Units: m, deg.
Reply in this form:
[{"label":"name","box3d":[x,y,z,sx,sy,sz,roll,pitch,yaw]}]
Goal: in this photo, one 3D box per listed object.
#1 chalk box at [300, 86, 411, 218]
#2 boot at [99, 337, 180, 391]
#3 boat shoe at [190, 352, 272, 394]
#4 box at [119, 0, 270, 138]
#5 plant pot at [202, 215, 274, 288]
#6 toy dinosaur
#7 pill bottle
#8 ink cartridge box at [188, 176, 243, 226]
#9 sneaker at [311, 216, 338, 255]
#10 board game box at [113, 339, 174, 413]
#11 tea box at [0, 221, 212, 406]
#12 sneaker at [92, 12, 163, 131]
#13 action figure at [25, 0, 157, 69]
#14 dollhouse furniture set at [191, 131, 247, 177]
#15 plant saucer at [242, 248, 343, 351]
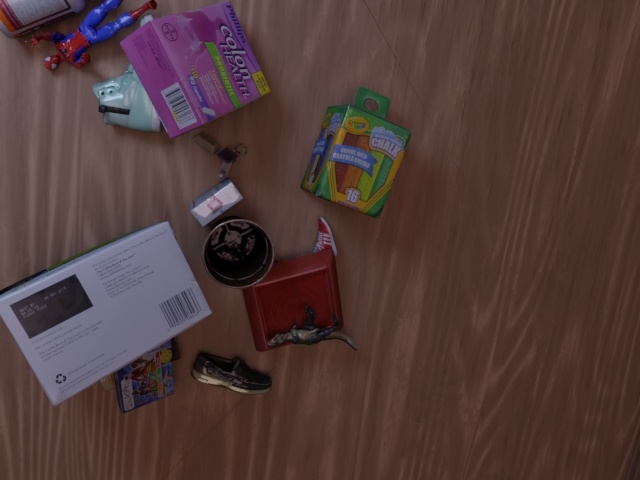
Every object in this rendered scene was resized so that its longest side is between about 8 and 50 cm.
[{"label":"chalk box","box3d":[0.093,-0.228,1.253,0.180,0.179,0.289,17,98,-18]},{"label":"boot","box3d":[-0.488,0.238,1.276,0.206,0.090,0.249,-24,107,-21]},{"label":"boat shoe","box3d":[-0.232,0.355,1.358,0.223,0.080,0.074,16,104,-13]},{"label":"box","box3d":[-0.258,-0.370,1.092,0.243,0.117,0.214,-44,116,-46]},{"label":"plant pot","box3d":[-0.206,0.014,1.239,0.166,0.165,0.167,-3,104,-13]},{"label":"toy dinosaur","box3d":[-0.008,0.240,1.341,0.267,0.064,0.118,7,125,-20]},{"label":"pill bottle","box3d":[-0.569,-0.514,1.039,0.221,0.121,0.121,-27,108,-8]},{"label":"ink cartridge box","box3d":[-0.258,-0.096,1.239,0.122,0.088,0.052,-35,112,-4]},{"label":"sneaker","box3d":[0.000,0.000,1.355,0.066,0.042,0.119,-23,110,-12]},{"label":"board game box","box3d":[-0.434,0.320,1.243,0.136,0.035,0.201,-14,125,-34]},{"label":"tea box","box3d":[-0.459,0.130,1.064,0.328,0.323,0.220,-29,104,-27]},{"label":"sneaker","box3d":[-0.431,-0.376,1.125,0.150,0.094,0.256,1,101,-12]},{"label":"action figure","box3d":[-0.485,-0.434,1.052,0.280,0.139,0.092,-29,116,15]},{"label":"dollhouse furniture set","box3d":[-0.258,-0.217,1.253,0.114,0.091,0.081,36,135,2]},{"label":"plant saucer","box3d":[-0.066,0.173,1.354,0.258,0.048,0.259,-13,116,-11]}]
